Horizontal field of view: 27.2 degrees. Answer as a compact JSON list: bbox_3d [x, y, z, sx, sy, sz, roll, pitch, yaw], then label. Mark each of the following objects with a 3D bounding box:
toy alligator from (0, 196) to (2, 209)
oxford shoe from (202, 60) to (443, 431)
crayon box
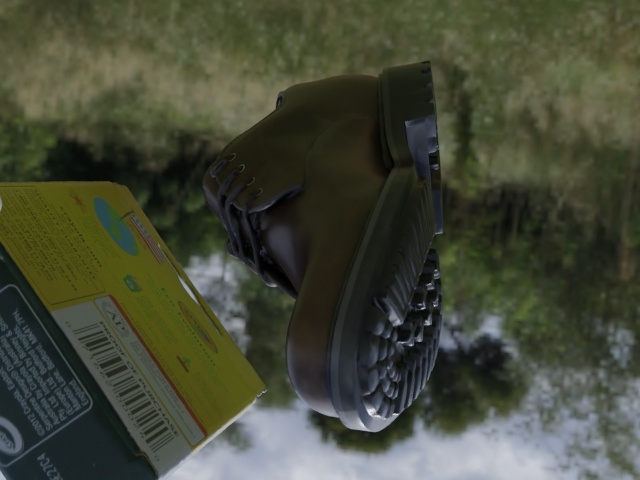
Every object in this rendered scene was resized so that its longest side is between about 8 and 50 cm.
[{"bbox_3d":[-0.170,-0.077,0.465,0.056,0.189,0.051,-35,-134,-13],"label":"toy alligator"},{"bbox_3d":[0.000,0.000,0.512,0.096,0.082,0.227,-2,-154,5],"label":"oxford shoe"},{"bbox_3d":[-0.146,0.063,0.869,0.081,0.202,0.318,-35,176,9],"label":"crayon box"}]
